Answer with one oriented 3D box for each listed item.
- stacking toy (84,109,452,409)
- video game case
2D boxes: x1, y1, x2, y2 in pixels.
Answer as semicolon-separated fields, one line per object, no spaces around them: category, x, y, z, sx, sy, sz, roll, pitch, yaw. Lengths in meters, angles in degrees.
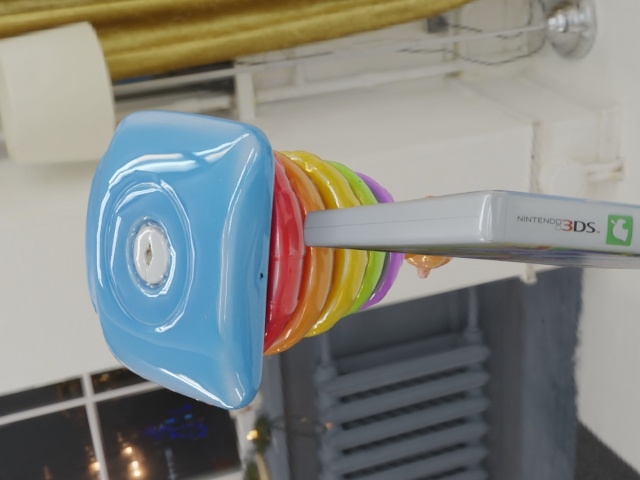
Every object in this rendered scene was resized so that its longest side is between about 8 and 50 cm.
stacking toy;0.000;0.000;0.672;0.165;0.301;0.175;12;102;45
video game case;0.116;-0.002;0.483;0.212;0.193;0.023;179;96;-70
